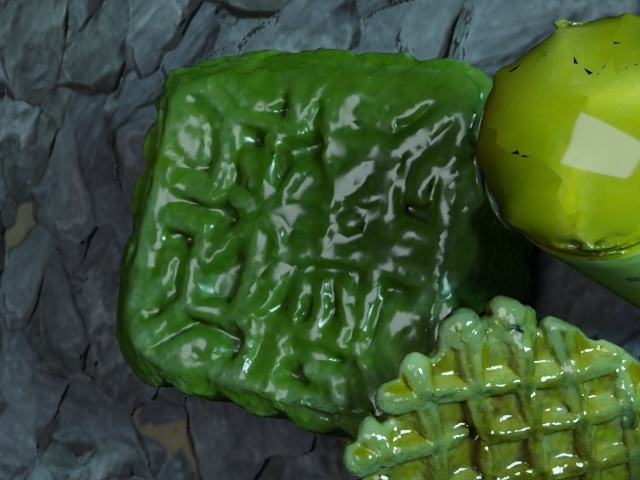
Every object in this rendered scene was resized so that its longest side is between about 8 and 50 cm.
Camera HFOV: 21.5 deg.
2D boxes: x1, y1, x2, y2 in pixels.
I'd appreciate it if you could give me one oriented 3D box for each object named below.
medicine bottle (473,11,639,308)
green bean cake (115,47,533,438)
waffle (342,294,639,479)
[{"bbox_3d":[0.166,-0.028,0.837,0.124,0.239,0.124,-9,72,29],"label":"medicine bottle"},{"bbox_3d":[0.000,0.000,1.001,0.248,0.125,0.222,8,85,33],"label":"green bean cake"},{"bbox_3d":[0.103,0.121,0.897,0.169,0.183,0.036,-57,18,9],"label":"waffle"}]
